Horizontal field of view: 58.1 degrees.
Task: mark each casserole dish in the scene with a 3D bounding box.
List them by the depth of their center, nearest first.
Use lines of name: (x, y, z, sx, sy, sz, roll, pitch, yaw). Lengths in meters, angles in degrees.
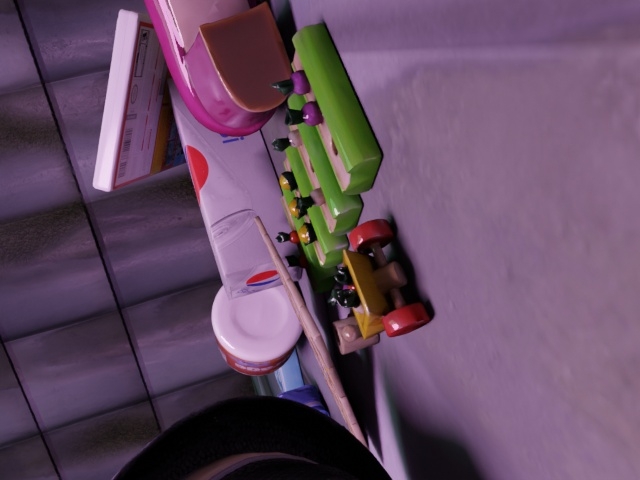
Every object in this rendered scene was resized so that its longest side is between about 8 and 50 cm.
casserole dish: (-0.066, 0.196, 1.003, 0.114, 0.036, 0.189, -141, 38, -68)

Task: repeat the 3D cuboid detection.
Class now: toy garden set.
toy garden set: (0.000, 0.000, 0.447, 0.244, 0.049, 0.204, 104, 149, -65)

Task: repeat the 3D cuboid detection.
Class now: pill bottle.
pill bottle: (-0.090, 0.127, 0.824, 0.216, 0.121, 0.121, 108, 145, -69)

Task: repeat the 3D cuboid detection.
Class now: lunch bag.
lunch bag: (-0.022, 0.265, 0.821, 0.065, 0.067, 0.099, -123, 20, -55)

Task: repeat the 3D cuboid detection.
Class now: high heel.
high heel: (-0.127, -0.272, 0.489, 0.181, 0.127, 0.378, -167, 61, -71)

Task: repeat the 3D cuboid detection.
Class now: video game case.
video game case: (-0.214, -0.188, 0.777, 0.285, 0.025, 0.204, -65, -9, -74)

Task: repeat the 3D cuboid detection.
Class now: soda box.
soda box: (-0.112, -0.078, 0.730, 0.091, 0.098, 0.286, 103, 150, -65)

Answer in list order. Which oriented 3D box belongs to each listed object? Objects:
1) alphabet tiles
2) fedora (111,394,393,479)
alphabet tiles: (-0.002, 0.114, 0.588, 0.198, 0.009, 0.237, -124, 12, -53)
fedora: (0.017, 0.246, 0.330, 0.152, 0.334, 0.334, -29, 74, 43)
